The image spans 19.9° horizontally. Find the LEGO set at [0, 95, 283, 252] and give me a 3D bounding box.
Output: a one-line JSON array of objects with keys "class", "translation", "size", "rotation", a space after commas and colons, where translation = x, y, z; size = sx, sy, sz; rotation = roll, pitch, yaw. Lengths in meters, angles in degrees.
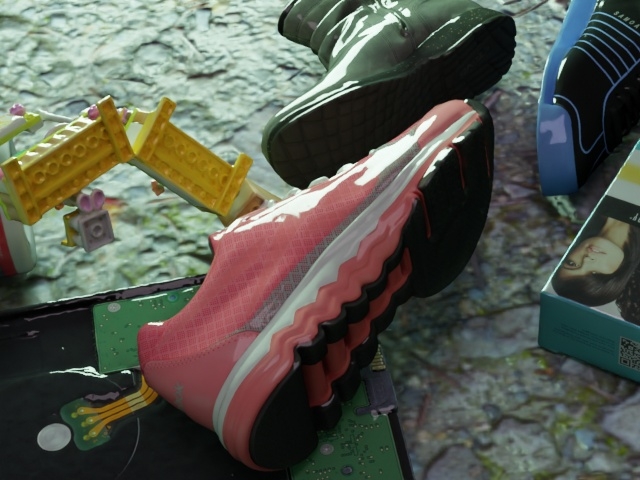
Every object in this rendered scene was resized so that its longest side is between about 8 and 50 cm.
[{"class": "LEGO set", "translation": [-0.154, -0.042, 1.265], "size": [0.287, 0.132, 0.107], "rotation": [-12, 17, -40]}]

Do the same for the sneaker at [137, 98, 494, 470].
[{"class": "sneaker", "translation": [0.000, 0.000, 1.182], "size": [0.136, 0.116, 0.314], "rotation": [25, 55, 26]}]

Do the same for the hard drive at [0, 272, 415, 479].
[{"class": "hard drive", "translation": [-0.118, 0.135, 1.191], "size": [0.339, 0.064, 0.237], "rotation": [-11, 48, -3]}]

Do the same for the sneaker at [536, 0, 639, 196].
[{"class": "sneaker", "translation": [0.222, -0.121, 1.372], "size": [0.090, 0.081, 0.232], "rotation": [5, 47, 19]}]

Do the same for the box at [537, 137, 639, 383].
[{"class": "box", "translation": [0.250, -0.011, 1.286], "size": [0.100, 0.060, 0.244], "rotation": [21, 53, 23]}]

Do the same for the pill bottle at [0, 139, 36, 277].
[{"class": "pill bottle", "translation": [-0.302, -0.013, 1.311], "size": [0.180, 0.108, 0.108], "rotation": [-11, 48, -4]}]

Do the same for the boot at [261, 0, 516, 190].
[{"class": "boot", "translation": [0.018, -0.136, 1.421], "size": [0.246, 0.083, 0.161], "rotation": [-32, 46, -28]}]
